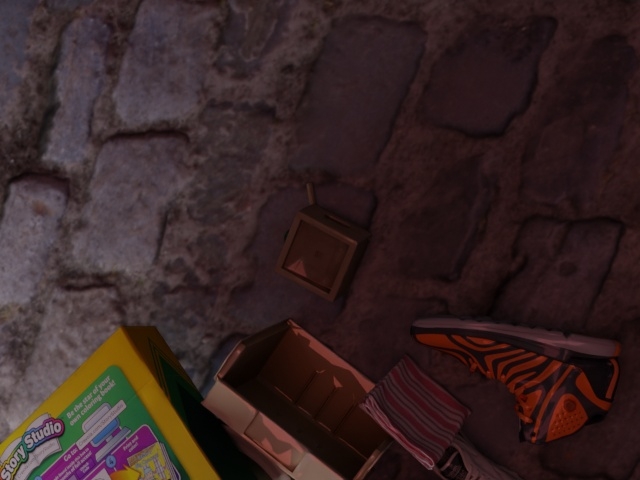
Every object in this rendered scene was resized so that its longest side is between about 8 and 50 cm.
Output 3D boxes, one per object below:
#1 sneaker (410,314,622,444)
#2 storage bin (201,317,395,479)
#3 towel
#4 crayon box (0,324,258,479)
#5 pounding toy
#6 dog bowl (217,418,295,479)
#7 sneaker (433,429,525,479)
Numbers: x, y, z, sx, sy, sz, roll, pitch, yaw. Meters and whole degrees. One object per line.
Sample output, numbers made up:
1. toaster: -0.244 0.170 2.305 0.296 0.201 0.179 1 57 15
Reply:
1. sneaker: 0.285 0.213 1.687 0.321 0.124 0.180 9 91 13
2. storage bin: -0.017 0.258 1.694 0.262 0.260 0.123 37 102 11
3. towel: 0.150 0.253 1.687 0.144 0.197 0.029 42 119 8
4. crayon box: -0.314 0.362 1.694 0.363 0.106 0.313 -43 68 16
5. pounding toy: 0.000 0.000 1.780 0.141 0.100 0.130 28 111 14
6. dog bowl: -0.155 0.477 1.749 0.408 0.150 0.408 -2 86 26
7. sneaker: 0.240 0.373 1.715 0.235 0.095 0.090 37 97 9
